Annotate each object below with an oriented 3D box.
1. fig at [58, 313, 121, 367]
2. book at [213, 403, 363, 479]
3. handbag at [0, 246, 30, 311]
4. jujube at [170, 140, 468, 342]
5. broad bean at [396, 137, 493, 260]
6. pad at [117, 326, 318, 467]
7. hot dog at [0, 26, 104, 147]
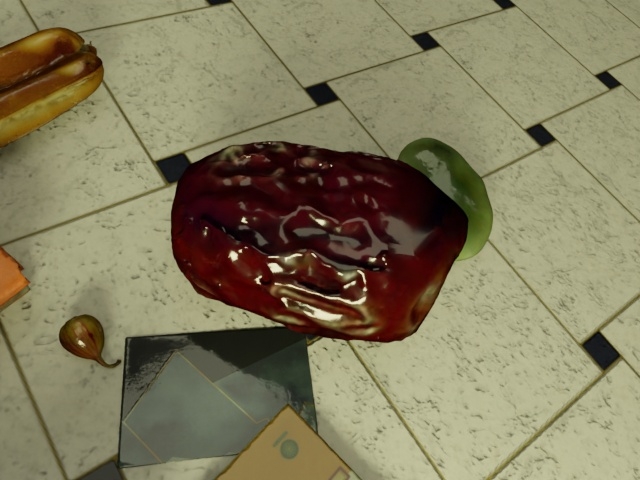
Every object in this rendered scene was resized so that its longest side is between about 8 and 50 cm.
[{"bbox_3d":[-0.285,0.129,0.623,0.083,0.050,0.050,47,58,-7],"label":"fig"},{"bbox_3d":[-0.005,0.363,0.560,0.295,0.020,0.208,43,59,12],"label":"book"},{"bbox_3d":[-0.565,-0.010,0.518,0.410,0.116,0.303,48,59,-9],"label":"handbag"},{"bbox_3d":[0.000,0.000,0.661,0.377,0.258,0.258,5,57,3],"label":"jujube"},{"bbox_3d":[0.202,-0.070,0.842,0.169,0.100,0.227,2,71,-4],"label":"broad bean"},{"bbox_3d":[-0.128,0.193,0.645,0.243,0.004,0.163,-1,60,-15],"label":"pad"},{"bbox_3d":[-0.471,-0.214,0.753,0.135,0.100,0.337,44,60,4],"label":"hot dog"}]
